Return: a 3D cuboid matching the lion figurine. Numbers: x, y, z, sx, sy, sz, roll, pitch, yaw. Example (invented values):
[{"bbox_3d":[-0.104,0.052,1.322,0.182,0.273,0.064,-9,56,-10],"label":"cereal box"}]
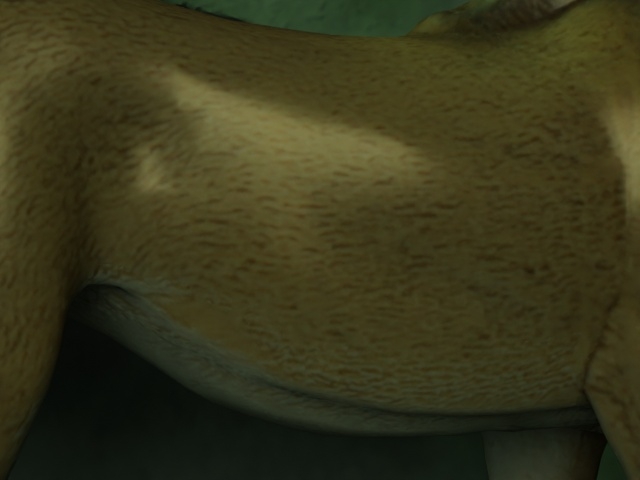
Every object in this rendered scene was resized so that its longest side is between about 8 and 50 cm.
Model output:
[{"bbox_3d":[0.000,0.000,0.358,0.392,0.142,0.240,3,90,-19],"label":"lion figurine"}]
